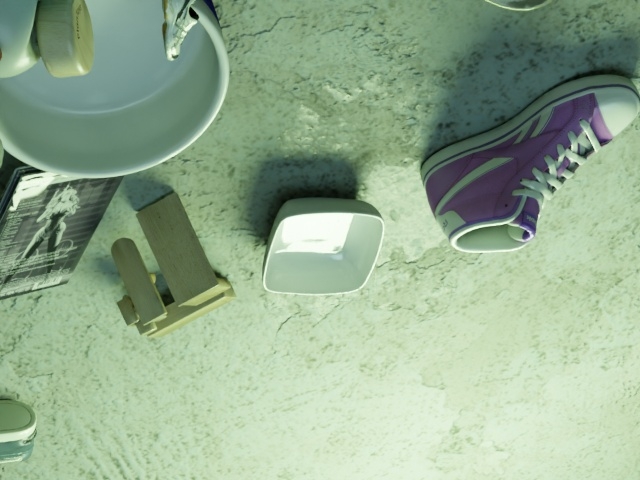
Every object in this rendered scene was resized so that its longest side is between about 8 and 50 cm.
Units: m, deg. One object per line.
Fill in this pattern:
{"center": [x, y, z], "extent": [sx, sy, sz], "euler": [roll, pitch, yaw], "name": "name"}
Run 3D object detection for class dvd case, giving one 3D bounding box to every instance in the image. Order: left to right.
{"center": [-0.319, -0.013, 1.972], "extent": [0.164, 0.018, 0.221], "euler": [-14, 147, -46], "name": "dvd case"}

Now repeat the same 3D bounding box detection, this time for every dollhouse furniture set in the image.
{"center": [-0.187, 0.033, 2.104], "extent": [0.144, 0.123, 0.151], "euler": [-28, 171, 13], "name": "dollhouse furniture set"}

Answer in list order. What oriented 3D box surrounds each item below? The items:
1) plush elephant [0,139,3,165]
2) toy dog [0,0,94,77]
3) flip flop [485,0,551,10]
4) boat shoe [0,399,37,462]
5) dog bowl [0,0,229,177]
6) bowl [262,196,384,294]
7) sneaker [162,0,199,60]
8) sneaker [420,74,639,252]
{"center": [-0.505, -0.004, 1.776], "extent": [0.330, 0.255, 0.272], "euler": [16, 162, -17], "name": "plush elephant"}
{"center": [-0.320, -0.274, 1.565], "extent": [0.220, 0.161, 0.334], "euler": [-25, 111, 11], "name": "toy dog"}
{"center": [0.170, -0.329, 1.796], "extent": [0.112, 0.080, 0.277], "euler": [-28, 136, 13], "name": "flip flop"}
{"center": [-0.492, 0.259, 2.203], "extent": [0.254, 0.095, 0.079], "euler": [-6, 126, -24], "name": "boat shoe"}
{"center": [-0.233, -0.195, 1.798], "extent": [0.265, 0.104, 0.265], "euler": [-9, 137, -8], "name": "dog bowl"}
{"center": [0.000, 0.000, 2.105], "extent": [0.142, 0.053, 0.142], "euler": [2, 134, -17], "name": "bowl"}
{"center": [-0.138, -0.213, 1.707], "extent": [0.037, 0.032, 0.083], "euler": [-5, 136, -12], "name": "sneaker"}
{"center": [0.267, -0.076, 2.029], "extent": [0.282, 0.161, 0.102], "euler": [-29, 134, 12], "name": "sneaker"}
